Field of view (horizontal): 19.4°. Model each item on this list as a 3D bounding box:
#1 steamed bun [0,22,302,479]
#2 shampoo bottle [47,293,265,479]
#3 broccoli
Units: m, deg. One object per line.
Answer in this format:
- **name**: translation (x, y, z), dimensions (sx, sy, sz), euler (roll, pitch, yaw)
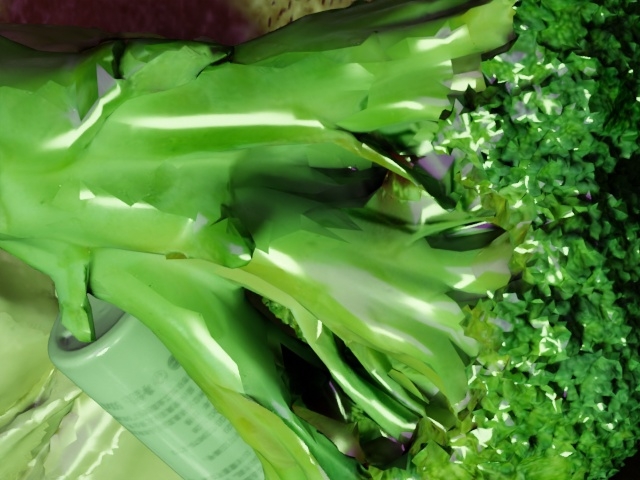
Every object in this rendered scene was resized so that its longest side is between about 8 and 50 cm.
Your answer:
- **steamed bun**: translation (-0.143, 0.043, 0.853), dimensions (0.268, 0.207, 0.280), euler (13, 106, 49)
- **shampoo bottle**: translation (-0.026, 0.087, 0.755), dimensions (0.056, 0.195, 0.056), euler (-30, 32, 21)
- **broccoli**: translation (0.000, 0.000, 0.629), dimensions (0.254, 0.269, 0.269), euler (-164, 72, -74)
